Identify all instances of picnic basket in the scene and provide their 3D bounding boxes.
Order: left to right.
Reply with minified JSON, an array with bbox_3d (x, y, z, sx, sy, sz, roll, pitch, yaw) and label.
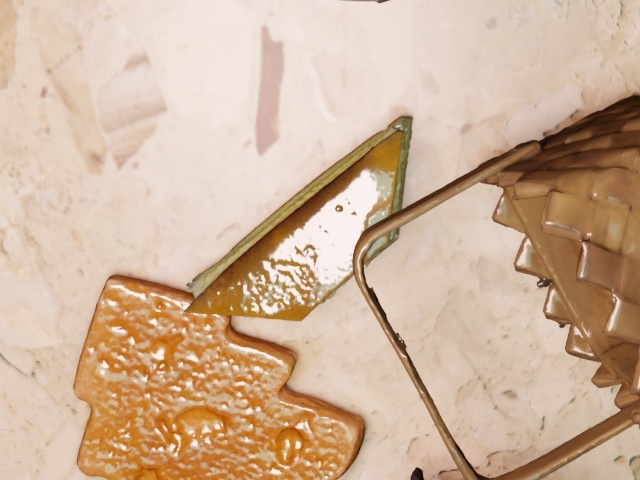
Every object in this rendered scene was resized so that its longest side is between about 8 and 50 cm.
[{"bbox_3d":[0.214,0.038,1.423,0.321,0.291,0.254,-28,100,0],"label":"picnic basket"}]

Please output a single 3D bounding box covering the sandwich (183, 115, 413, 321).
[{"bbox_3d":[0.000,0.000,1.529,0.258,0.094,0.096,-40,93,12],"label":"sandwich"}]

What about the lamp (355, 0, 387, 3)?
[{"bbox_3d":[0.020,-0.305,1.397,0.265,0.233,0.233,6,103,-11],"label":"lamp"}]

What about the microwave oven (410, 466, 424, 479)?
[{"bbox_3d":[0.164,0.339,1.518,0.247,0.188,0.178,30,81,-17],"label":"microwave oven"}]

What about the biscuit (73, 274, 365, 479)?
[{"bbox_3d":[-0.119,0.164,1.599,0.284,0.043,0.306,-25,100,9],"label":"biscuit"}]
